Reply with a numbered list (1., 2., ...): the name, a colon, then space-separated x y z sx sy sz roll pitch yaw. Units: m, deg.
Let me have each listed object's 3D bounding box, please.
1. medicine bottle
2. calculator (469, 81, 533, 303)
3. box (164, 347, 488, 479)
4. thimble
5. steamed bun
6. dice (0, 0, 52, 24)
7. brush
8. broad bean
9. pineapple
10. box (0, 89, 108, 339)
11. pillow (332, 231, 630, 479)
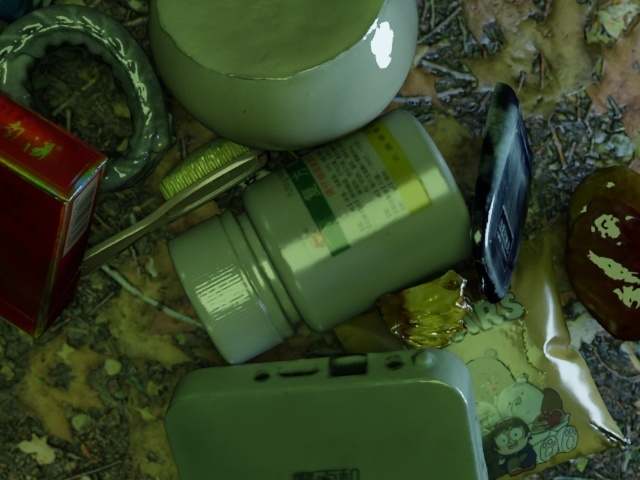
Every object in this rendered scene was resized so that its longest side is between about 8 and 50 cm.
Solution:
1. medicine bottle: 0.000 0.000 1.344 0.340 0.208 0.208 -27 95 -2
2. calculator: 0.219 -0.051 1.339 0.040 0.177 0.268 4 60 24
3. box: 0.021 0.309 1.340 0.367 0.090 0.373 -6 114 11
4. thimble: -0.286 -0.170 1.337 0.236 0.172 0.205 37 93 -3
5. steamed bun: -0.043 -0.256 1.310 0.324 0.206 0.324 -3 67 8
6. dice: -0.398 -0.352 1.332 0.146 0.143 0.146 24 92 -1
7. brush: -0.208 -0.049 1.408 0.313 0.072 0.067 -32 72 1
8. broad bean: 0.390 0.017 1.415 0.156 0.122 0.228 -21 96 -4
9. pineapple: 0.121 0.080 1.297 0.116 0.137 0.069 -4 58 -24
10. box: -0.370 -0.033 1.265 0.197 0.313 0.089 31 52 1
11. pillow: 0.204 0.182 1.411 0.310 0.119 0.312 -21 90 3
